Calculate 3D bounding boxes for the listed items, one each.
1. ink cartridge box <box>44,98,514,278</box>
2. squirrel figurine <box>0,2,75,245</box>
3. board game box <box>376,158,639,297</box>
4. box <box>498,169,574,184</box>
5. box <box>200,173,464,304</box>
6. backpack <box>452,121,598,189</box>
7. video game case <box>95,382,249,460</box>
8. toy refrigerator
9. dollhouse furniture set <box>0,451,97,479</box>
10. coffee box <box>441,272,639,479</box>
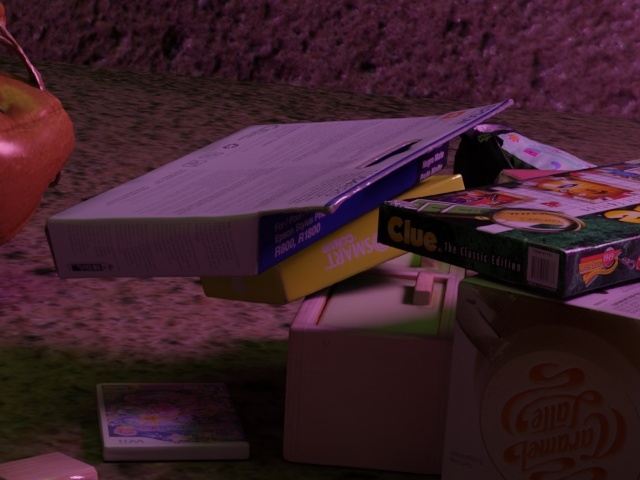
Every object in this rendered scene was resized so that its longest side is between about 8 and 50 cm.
[{"bbox_3d":[-0.019,-0.031,0.993,0.224,0.045,0.223,-2,18,38],"label":"ink cartridge box"},{"bbox_3d":[-0.408,-0.071,1.322,0.397,0.281,0.370,-22,35,-32],"label":"squirrel figurine"},{"bbox_3d":[0.171,-0.014,0.925,0.259,0.030,0.136,-11,21,-43],"label":"board game box"},{"bbox_3d":[0.248,0.032,1.126,0.232,0.149,0.127,1,13,-12],"label":"box"},{"bbox_3d":[0.000,0.000,1.047,0.178,0.042,0.109,-21,12,-30],"label":"box"},{"bbox_3d":[0.200,-0.015,1.356,0.182,0.152,0.115,27,33,34],"label":"backpack"},{"bbox_3d":[-0.095,0.112,0.990,0.087,0.011,0.122,1,13,-11],"label":"video game case"},{"bbox_3d":[0.044,0.064,1.057,0.102,0.094,0.269,4,12,6],"label":"toy refrigerator"},{"bbox_3d":[-0.183,0.093,0.611,0.355,0.174,0.303,-7,11,-39],"label":"dollhouse furniture set"},{"bbox_3d":[0.194,0.102,0.816,0.246,0.141,0.098,13,16,34],"label":"coffee box"}]
